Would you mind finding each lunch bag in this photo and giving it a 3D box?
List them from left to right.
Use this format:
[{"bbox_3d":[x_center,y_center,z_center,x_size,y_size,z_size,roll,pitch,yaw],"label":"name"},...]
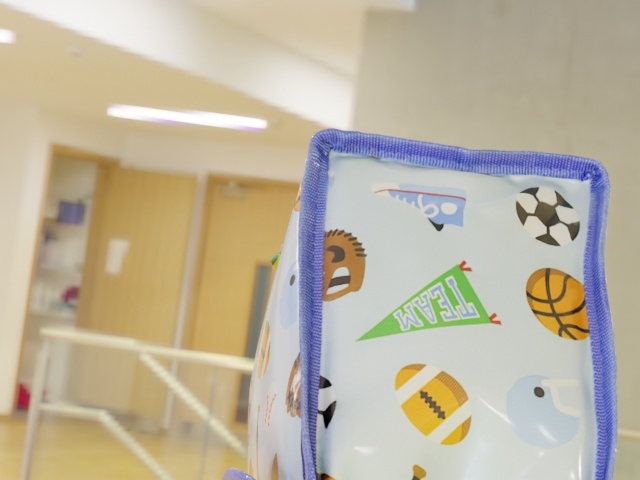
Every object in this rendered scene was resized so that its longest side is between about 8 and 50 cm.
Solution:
[{"bbox_3d":[0.051,0.177,0.959,0.239,0.385,0.328,4,-33,-4],"label":"lunch bag"}]

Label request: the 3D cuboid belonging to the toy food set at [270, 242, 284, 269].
[{"bbox_3d":[0.000,0.000,1.161,0.083,0.020,0.083,-23,-17,-35],"label":"toy food set"}]
